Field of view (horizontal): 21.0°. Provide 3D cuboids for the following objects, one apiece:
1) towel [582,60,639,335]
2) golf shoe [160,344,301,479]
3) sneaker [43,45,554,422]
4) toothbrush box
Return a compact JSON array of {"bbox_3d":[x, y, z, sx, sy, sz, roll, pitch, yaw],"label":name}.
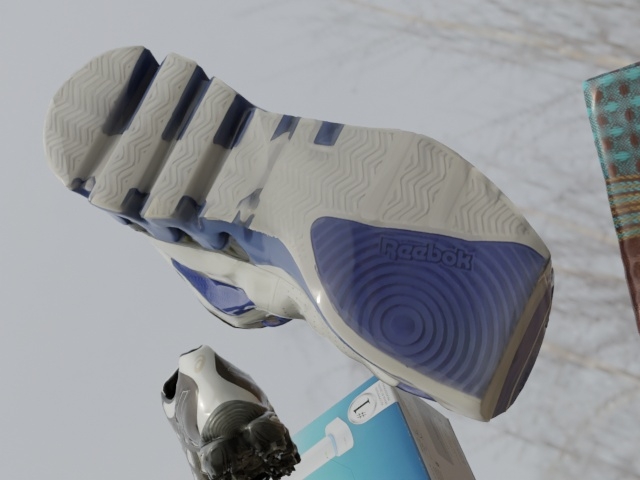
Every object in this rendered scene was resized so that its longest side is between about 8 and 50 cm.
[{"bbox_3d":[0.339,-0.016,0.897,0.040,0.370,0.271,31,-134,-65],"label":"towel"},{"bbox_3d":[-0.063,0.124,1.165,0.077,0.094,0.198,-27,-15,-15],"label":"golf shoe"},{"bbox_3d":[-0.001,0.000,1.038,0.127,0.315,0.182,-60,-20,-10],"label":"sneaker"},{"bbox_3d":[0.011,0.303,1.641,0.295,0.216,0.126,-38,-48,13],"label":"toothbrush box"}]
